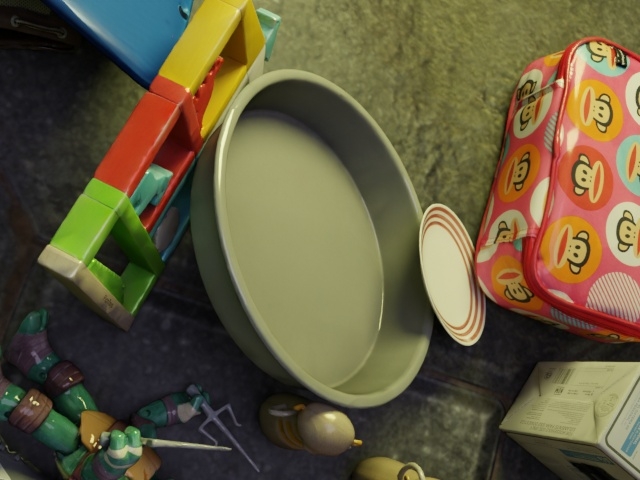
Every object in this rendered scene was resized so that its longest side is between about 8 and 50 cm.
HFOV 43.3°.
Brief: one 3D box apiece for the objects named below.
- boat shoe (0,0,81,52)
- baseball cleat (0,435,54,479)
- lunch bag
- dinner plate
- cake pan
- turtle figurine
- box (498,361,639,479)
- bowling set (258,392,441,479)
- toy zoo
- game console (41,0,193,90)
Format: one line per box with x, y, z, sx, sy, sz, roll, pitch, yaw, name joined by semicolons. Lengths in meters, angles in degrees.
-0.321;-0.180;0.657;0.257;0.095;0.095;-11;92;-21;boat shoe
-0.280;0.149;0.636;0.205;0.072;0.110;27;68;-18;baseball cleat
0.312;-0.039;0.849;0.258;0.120;0.293;19;77;-20;lunch bag
0.125;0.034;0.787;0.141;0.017;0.141;33;50;-49;dinner plate
0.000;0.000;0.694;0.293;0.054;0.293;26;56;-44;cake pan
-0.163;0.157;0.640;0.234;0.175;0.118;36;90;-3;turtle figurine
0.339;0.239;0.786;0.290;0.169;0.087;40;72;-11;box
0.042;0.274;0.685;0.287;0.154;0.200;30;74;-13;bowling set
-0.113;-0.076;0.661;0.030;0.192;0.293;26;74;6;toy zoo
-0.244;-0.259;0.660;0.250;0.173;0.293;-4;47;7;game console
